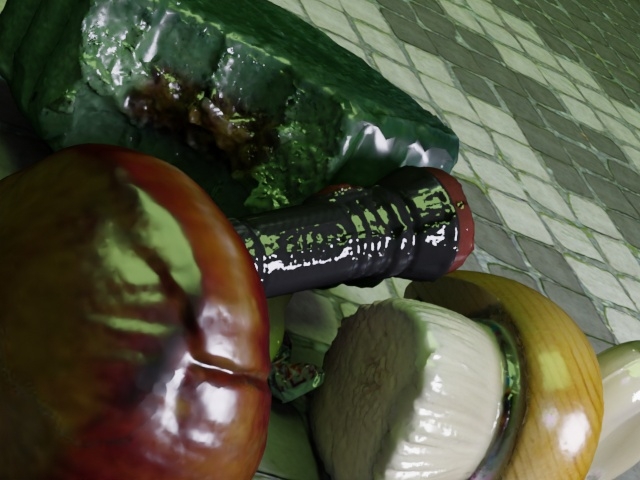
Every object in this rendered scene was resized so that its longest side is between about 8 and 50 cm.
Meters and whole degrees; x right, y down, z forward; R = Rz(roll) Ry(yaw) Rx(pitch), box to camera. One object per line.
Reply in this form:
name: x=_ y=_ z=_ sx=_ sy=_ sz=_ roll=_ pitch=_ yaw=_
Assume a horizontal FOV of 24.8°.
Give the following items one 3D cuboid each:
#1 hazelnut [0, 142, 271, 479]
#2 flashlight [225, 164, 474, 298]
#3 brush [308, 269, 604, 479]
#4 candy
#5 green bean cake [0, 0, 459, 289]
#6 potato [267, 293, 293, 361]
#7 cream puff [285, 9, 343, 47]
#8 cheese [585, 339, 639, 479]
hazelnut: x=-0.121 y=0.066 z=0.852 sx=0.229 sy=0.229 sz=0.229 roll=29 pitch=26 yaw=-16
flashlight: x=0.000 y=0.000 z=1.024 sx=0.232 sy=0.093 sz=0.093 roll=-9 pitch=48 yaw=-36
brush: x=0.085 y=0.099 z=1.100 sx=0.166 sy=0.174 sz=0.267 roll=15 pitch=23 yaw=-21
candy: x=-0.061 y=0.059 z=1.109 sx=0.175 sy=0.045 sz=0.043 roll=48 pitch=11 yaw=24
green bean cake: x=-0.086 y=-0.104 z=1.177 sx=0.308 sy=0.169 sz=0.300 roll=16 pitch=21 yaw=-42
potato: x=-0.088 y=0.072 z=1.034 sx=0.149 sy=0.081 sz=0.120 roll=8 pitch=64 yaw=-39
cream puff: x=-0.031 y=-0.157 z=1.459 sx=0.146 sy=0.116 sz=0.146 roll=31 pitch=-5 yaw=3
cheese: x=0.261 y=0.118 z=1.203 sx=0.137 sy=0.227 sz=0.064 roll=0 pitch=43 yaw=-45
